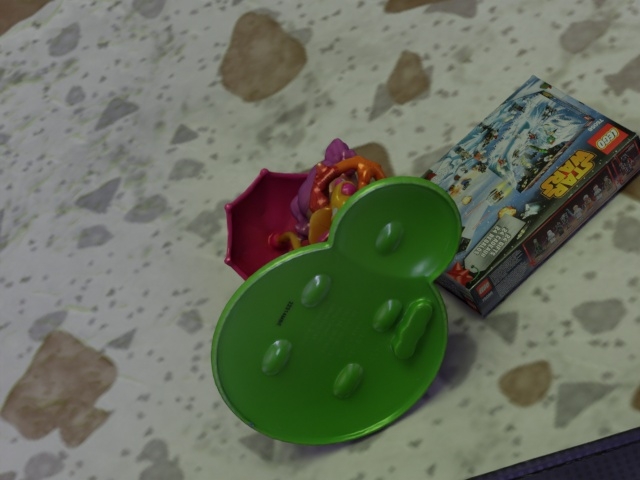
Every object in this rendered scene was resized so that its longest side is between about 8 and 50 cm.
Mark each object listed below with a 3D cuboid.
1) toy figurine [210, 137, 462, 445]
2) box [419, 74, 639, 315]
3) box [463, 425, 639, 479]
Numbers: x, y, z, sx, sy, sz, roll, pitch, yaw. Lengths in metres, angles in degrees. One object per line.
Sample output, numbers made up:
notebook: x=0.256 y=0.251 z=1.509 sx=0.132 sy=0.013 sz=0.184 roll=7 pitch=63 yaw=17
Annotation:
toy figurine: x=0.000 y=0.000 z=1.085 sx=0.173 sy=0.130 sz=0.159 roll=-61 pitch=25 yaw=23
box: x=0.110 y=-0.028 z=1.123 sx=0.137 sy=0.027 sz=0.094 roll=-42 pitch=44 yaw=-11
box: x=0.189 y=0.185 z=0.690 sx=0.216 sy=0.060 sz=0.270 roll=-16 pitch=64 yaw=-5
